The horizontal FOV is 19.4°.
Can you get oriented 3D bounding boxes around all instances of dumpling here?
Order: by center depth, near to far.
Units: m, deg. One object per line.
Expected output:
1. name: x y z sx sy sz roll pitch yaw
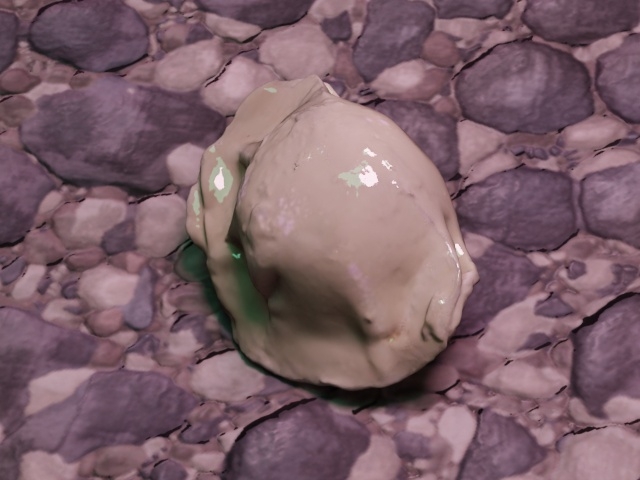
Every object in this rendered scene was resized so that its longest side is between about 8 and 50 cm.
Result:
1. dumpling: 0.000 0.000 1.311 0.193 0.147 0.258 -48 59 7
